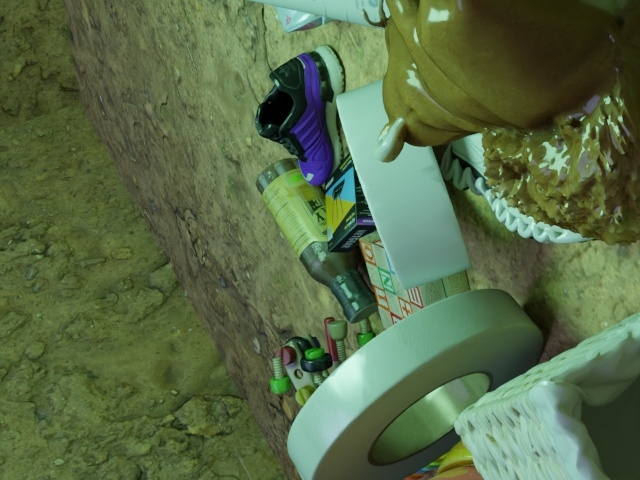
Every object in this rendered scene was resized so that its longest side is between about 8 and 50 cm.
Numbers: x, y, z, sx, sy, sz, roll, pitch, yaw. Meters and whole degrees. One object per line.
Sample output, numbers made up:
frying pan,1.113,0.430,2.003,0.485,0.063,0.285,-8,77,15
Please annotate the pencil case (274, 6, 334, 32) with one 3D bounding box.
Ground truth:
pencil case,-0.045,-0.451,1.433,0.124,0.113,0.273,-8,106,55

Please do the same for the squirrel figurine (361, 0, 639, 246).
squirrel figurine,0.187,-0.148,0.933,0.397,0.281,0.370,60,157,6

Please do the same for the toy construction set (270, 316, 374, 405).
toy construction set,0.052,0.287,1.817,0.309,0.257,0.237,-88,-11,-83

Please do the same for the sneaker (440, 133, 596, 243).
sneaker,0.243,-0.088,1.135,0.292,0.110,0.118,41,139,49

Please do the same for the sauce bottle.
sauce bottle,0.000,0.000,1.831,0.344,0.111,0.111,58,159,19

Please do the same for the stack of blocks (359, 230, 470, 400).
stack of blocks,0.174,0.130,1.562,0.171,0.087,0.297,25,135,62

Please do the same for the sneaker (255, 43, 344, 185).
sneaker,-0.046,-0.201,1.663,0.102,0.146,0.293,51,155,35

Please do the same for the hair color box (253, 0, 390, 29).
hair color box,0.016,-0.390,1.204,0.374,0.113,0.185,24,135,40

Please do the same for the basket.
basket,0.354,0.213,0.869,0.328,0.331,0.266,62,165,7

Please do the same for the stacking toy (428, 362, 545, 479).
stacking toy,0.227,0.347,1.177,0.351,0.480,0.350,18,141,15

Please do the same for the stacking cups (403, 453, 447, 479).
stacking cups,0.193,0.411,1.825,0.096,0.096,0.316,58,160,21

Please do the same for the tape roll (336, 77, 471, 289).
tape roll,0.114,-0.079,1.297,0.286,0.100,0.286,-20,-90,-83

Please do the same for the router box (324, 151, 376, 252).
router box,0.052,-0.065,1.648,0.179,0.046,0.133,132,137,-68

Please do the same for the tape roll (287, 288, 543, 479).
tape roll,0.134,0.223,1.328,0.072,0.392,0.392,53,157,29
